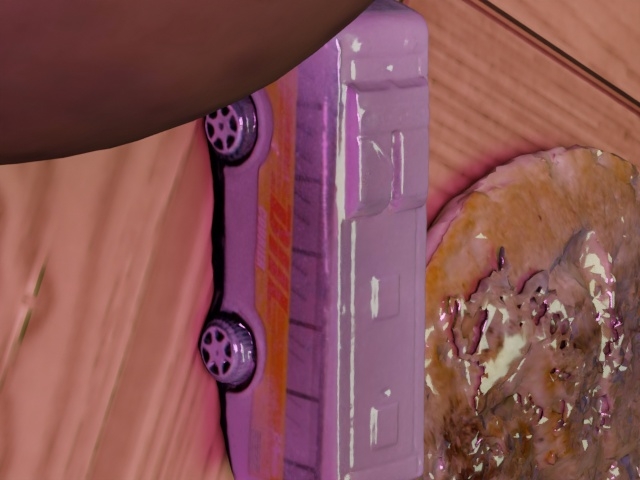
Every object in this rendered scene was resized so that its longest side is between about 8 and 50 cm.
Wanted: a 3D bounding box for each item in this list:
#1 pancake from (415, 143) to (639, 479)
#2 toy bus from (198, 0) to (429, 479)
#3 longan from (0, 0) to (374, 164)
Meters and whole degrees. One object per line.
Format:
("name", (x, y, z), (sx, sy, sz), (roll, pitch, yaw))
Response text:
("pancake", (0.098, 0.096, 0.794), (0.282, 0.049, 0.282), (-13, 108, -47))
("toy bus", (0.000, 0.000, 0.648), (0.057, 0.072, 0.172), (-9, 104, -42))
("longan", (-0.076, -0.140, 0.400), (0.258, 0.258, 0.258), (-13, 108, -46))
